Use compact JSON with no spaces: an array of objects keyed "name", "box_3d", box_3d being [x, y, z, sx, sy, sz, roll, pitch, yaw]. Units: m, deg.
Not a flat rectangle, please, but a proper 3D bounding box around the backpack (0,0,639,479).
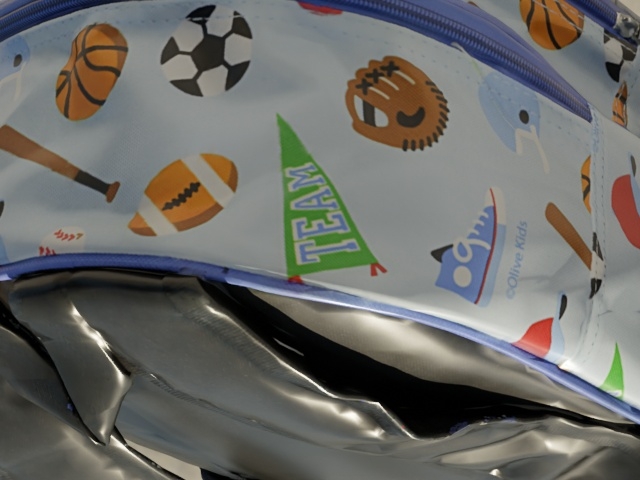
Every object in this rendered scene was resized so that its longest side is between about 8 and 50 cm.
[{"name":"backpack","box_3d":[0.000,0.000,0.516,0.276,0.213,0.263,-14,157,38]}]
